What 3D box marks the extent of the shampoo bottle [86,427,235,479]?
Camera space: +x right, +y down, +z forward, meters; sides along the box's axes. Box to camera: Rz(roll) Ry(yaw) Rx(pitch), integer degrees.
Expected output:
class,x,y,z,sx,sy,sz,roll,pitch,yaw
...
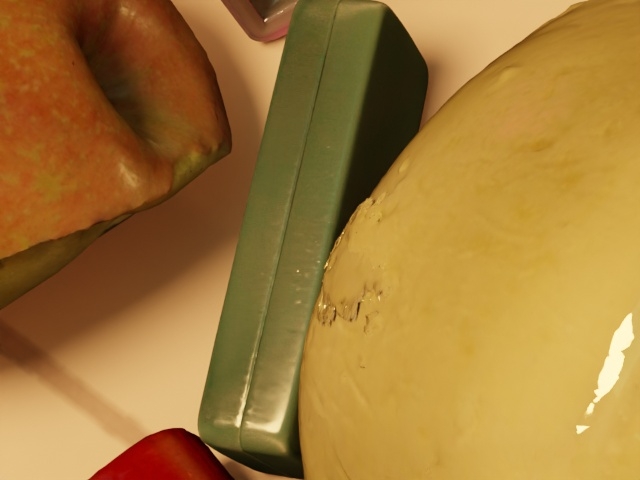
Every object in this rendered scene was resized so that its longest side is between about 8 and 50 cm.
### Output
class,x,y,z,sx,sy,sz,roll,pitch,yaw
shampoo bottle,-0.001,0.216,0.613,0.118,0.076,0.314,-40,67,-2

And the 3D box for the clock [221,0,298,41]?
class,x,y,z,sx,sy,sz,roll,pitch,yaw
clock,0.000,-0.169,0.670,0.150,0.197,0.063,-28,69,5

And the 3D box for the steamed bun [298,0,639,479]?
class,x,y,z,sx,sy,sz,roll,pitch,yaw
steamed bun,0.101,0.018,0.563,0.273,0.166,0.232,-44,36,-4

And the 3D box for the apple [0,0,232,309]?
class,x,y,z,sx,sy,sz,roll,pitch,yaw
apple,-0.154,-0.048,0.689,0.188,0.174,0.207,-34,21,23

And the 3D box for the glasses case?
class,x,y,z,sx,sy,sz,roll,pitch,yaw
glasses case,0.000,0.000,0.680,0.039,0.078,0.184,7,75,20
